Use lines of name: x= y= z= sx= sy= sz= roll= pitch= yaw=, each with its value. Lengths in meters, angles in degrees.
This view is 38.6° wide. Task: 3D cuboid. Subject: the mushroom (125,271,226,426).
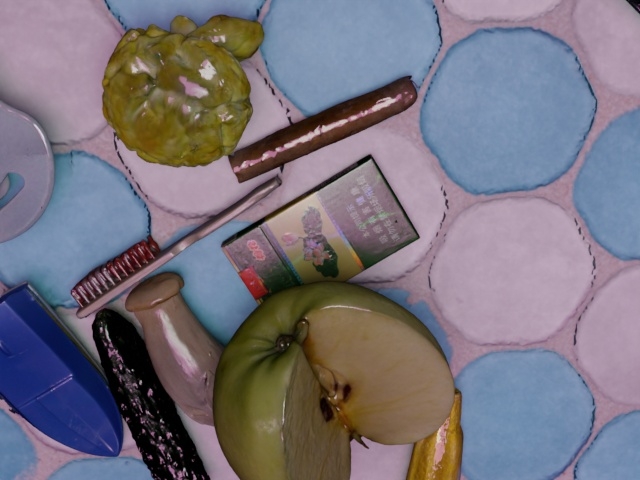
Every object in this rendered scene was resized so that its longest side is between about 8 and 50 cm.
mushroom: x=-0.171 y=0.160 z=1.230 sx=0.108 sy=0.096 sz=0.247 roll=-32 pitch=102 yaw=14

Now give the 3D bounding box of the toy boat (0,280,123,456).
toy boat: x=-0.364 y=0.194 z=1.245 sx=0.129 sy=0.088 sz=0.295 roll=-31 pitch=115 yaw=6

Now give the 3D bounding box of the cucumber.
cucumber: x=-0.239 y=0.227 z=1.256 sx=0.072 sy=0.081 sz=0.303 roll=-27 pitch=103 yaw=-20

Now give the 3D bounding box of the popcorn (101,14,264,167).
popcorn: x=-0.156 y=-0.188 z=1.107 sx=0.198 sy=0.198 sz=0.212 roll=32 pitch=77 yaw=-10

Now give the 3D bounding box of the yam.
yam: x=0.004 y=-0.144 z=1.179 sx=0.264 sy=0.046 sz=0.046 roll=-23 pitch=104 yaw=6

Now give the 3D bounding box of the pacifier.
pacifier: x=-0.475 y=-0.102 z=1.079 sx=0.244 sy=0.233 sz=0.299 roll=-41 pitch=101 yaw=12

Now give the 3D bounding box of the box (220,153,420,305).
box: x=0.000 y=0.000 z=1.222 sx=0.235 sy=0.034 sz=0.132 roll=-30 pitch=105 yaw=6

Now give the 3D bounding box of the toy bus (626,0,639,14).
toy bus: x=0.424 y=-0.329 z=1.107 sx=0.234 sy=0.116 sz=0.133 roll=40 pitch=100 yaw=-13

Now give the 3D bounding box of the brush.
brush: x=-0.194 y=-0.001 z=1.206 sx=0.321 sy=0.060 sz=0.050 roll=-32 pitch=93 yaw=7

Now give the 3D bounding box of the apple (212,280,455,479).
apple: x=-0.004 y=0.185 z=1.155 sx=0.295 sy=0.233 sz=0.257 roll=-43 pitch=124 yaw=-16

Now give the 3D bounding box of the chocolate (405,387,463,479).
chocolate: x=0.161 y=0.309 z=1.290 sx=0.086 sy=0.085 sz=0.219 roll=6 pitch=103 yaw=-3
